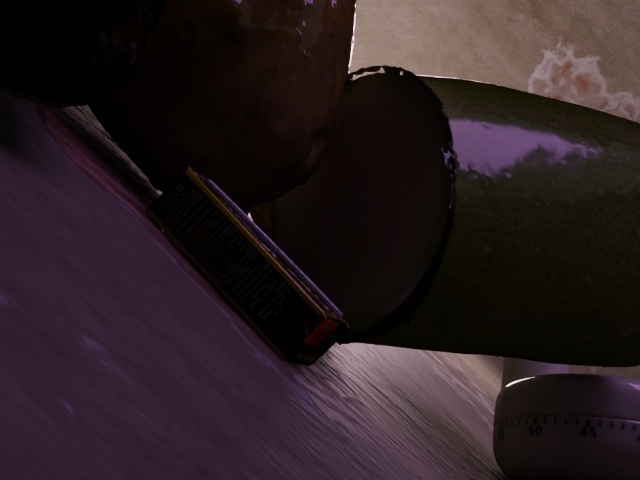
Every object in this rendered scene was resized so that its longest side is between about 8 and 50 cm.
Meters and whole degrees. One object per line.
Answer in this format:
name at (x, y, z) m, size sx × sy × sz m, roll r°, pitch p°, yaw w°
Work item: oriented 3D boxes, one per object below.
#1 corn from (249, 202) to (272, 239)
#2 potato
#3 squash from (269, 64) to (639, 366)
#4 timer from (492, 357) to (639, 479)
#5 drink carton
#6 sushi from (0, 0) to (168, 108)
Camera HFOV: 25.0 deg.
corn at (-0.008, -0.007, 1.586) m, size 0.097 × 0.097 × 0.261 m, roll 41°, pitch 6°, yaw -41°
potato at (-0.098, -0.145, 1.272) m, size 0.289 × 0.301 × 0.237 m, roll -74°, pitch 158°, yaw -77°
squash at (0.171, -0.016, 1.381) m, size 0.384 × 0.263 × 0.263 m, roll 8°, pitch 27°, yaw -39°
timer at (0.302, 0.193, 1.584) m, size 0.234 × 0.240 × 0.233 m, roll 6°, pitch -18°, yaw 2°
drink carton at (-0.054, 0.020, 1.112) m, size 0.165 × 0.056 × 0.071 m, roll 46°, pitch 7°, yaw 17°
sushi at (-0.193, -0.236, 0.968) m, size 0.234 × 0.207 × 0.348 m, roll 18°, pitch 29°, yaw -12°
